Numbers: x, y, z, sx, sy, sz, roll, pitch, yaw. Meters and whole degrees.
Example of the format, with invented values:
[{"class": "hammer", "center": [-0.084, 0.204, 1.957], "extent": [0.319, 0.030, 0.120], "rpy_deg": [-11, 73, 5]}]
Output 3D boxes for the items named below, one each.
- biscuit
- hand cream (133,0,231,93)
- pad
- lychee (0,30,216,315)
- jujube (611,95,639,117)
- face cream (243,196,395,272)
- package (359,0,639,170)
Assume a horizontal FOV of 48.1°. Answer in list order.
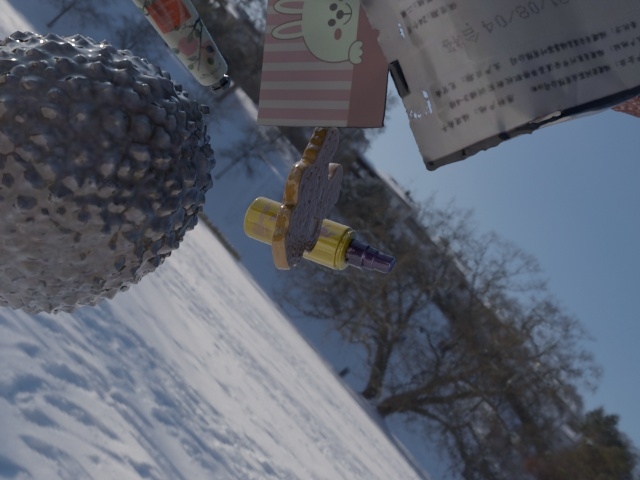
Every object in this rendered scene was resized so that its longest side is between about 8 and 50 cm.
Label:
[{"class": "biscuit", "center": [-0.019, -0.057, 1.023], "extent": [0.040, 0.236, 0.144], "rpy_deg": [7, -45, 24]}, {"class": "hand cream", "center": [-0.205, -0.315, 1.065], "extent": [0.234, 0.080, 0.050], "rpy_deg": [55, 8, -45]}, {"class": "pad", "center": [0.008, -0.300, 0.953], "extent": [0.202, 0.300, 0.005], "rpy_deg": [7, 2, 30]}, {"class": "lychee", "center": [-0.251, -0.064, 0.722], "extent": [0.300, 0.300, 0.300], "rpy_deg": [48, -4, 4]}, {"class": "jujube", "center": [0.595, -0.329, 1.325], "extent": [0.216, 0.216, 0.342], "rpy_deg": [47, 26, 15]}, {"class": "face cream", "center": [0.000, 0.000, 1.244], "extent": [0.273, 0.078, 0.078], "rpy_deg": [20, -15, 21]}, {"class": "package", "center": [0.176, -0.195, 0.636], "extent": [0.062, 0.250, 0.204], "rpy_deg": [86, -17, -88]}]
